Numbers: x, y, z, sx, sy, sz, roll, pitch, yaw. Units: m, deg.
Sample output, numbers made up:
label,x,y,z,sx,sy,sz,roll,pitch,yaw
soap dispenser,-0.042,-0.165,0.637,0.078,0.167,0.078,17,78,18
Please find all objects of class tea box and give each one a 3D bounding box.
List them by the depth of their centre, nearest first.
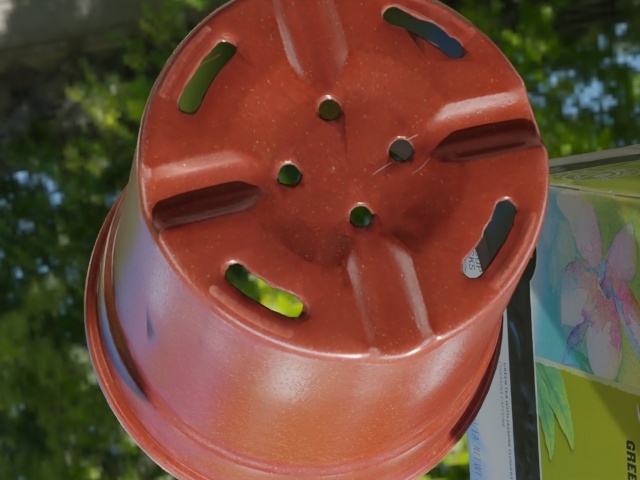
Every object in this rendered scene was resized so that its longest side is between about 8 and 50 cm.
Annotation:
label,x,y,z,sx,sy,sz,roll,pitch,yaw
tea box,0.268,0.108,1.037,0.220,0.329,0.323,-9,-171,-24

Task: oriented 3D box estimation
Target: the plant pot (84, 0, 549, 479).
label,x,y,z,sx,sy,sz,roll,pitch,yaw
plant pot,0.000,0.000,0.825,0.272,0.272,0.265,-12,164,-11
